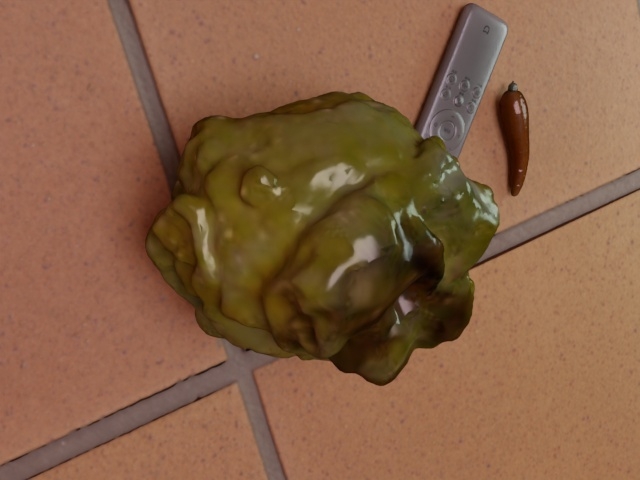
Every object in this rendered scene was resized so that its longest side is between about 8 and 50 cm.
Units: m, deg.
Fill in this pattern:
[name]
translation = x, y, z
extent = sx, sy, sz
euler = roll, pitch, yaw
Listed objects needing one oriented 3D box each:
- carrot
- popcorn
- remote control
[carrot]
translation = 0.237, -0.123, 1.203
extent = 0.035, 0.035, 0.142
euler = -17, 110, -23
[popcorn]
translation = -0.006, -0.003, 0.974
extent = 0.312, 0.312, 0.312
euler = -5, 101, -25
[remote control]
translation = 0.151, -0.146, 1.156
extent = 0.067, 0.029, 0.261
euler = 23, 89, -27
